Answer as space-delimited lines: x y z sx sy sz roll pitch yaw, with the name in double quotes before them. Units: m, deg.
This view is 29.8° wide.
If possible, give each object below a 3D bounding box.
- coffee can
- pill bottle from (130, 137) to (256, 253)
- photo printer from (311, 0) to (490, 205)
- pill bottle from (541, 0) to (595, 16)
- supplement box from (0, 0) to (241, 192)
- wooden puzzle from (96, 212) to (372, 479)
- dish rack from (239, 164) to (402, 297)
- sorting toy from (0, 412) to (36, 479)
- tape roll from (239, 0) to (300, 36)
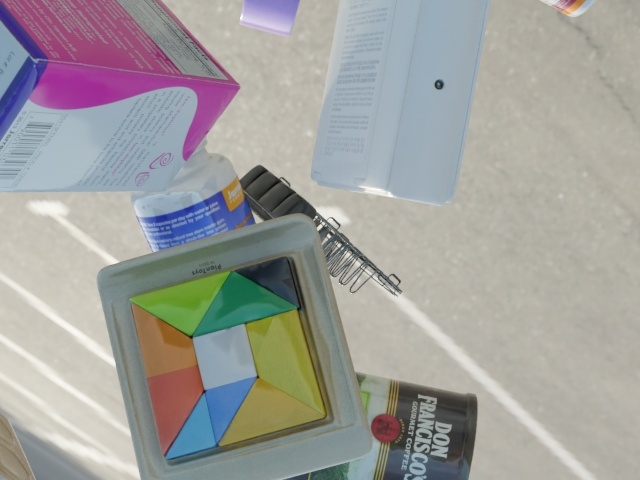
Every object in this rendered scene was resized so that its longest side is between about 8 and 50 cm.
"coffee can" 0.069 0.292 1.721 0.275 0.202 0.201 11 159 2
"pill bottle" -0.171 -0.028 1.664 0.152 0.152 0.272 6 123 52
"photo printer" 0.093 -0.204 1.427 0.107 0.308 0.256 9 -178 -23
"pill bottle" 0.315 -0.433 1.786 0.221 0.121 0.121 26 162 -12
"supplement box" -0.176 -0.108 0.838 0.114 0.111 0.220 49 -157 21
"wooden puzzle" -0.084 0.113 1.132 0.044 0.220 0.239 51 -156 -82
"dish rack" 0.000 0.000 1.823 0.271 0.074 0.208 42 180 -34
"sorting toy" -0.425 0.241 1.495 0.193 0.038 0.208 46 171 50
"tape roll" -0.060 -0.481 1.992 0.090 0.275 0.275 13 162 -6
